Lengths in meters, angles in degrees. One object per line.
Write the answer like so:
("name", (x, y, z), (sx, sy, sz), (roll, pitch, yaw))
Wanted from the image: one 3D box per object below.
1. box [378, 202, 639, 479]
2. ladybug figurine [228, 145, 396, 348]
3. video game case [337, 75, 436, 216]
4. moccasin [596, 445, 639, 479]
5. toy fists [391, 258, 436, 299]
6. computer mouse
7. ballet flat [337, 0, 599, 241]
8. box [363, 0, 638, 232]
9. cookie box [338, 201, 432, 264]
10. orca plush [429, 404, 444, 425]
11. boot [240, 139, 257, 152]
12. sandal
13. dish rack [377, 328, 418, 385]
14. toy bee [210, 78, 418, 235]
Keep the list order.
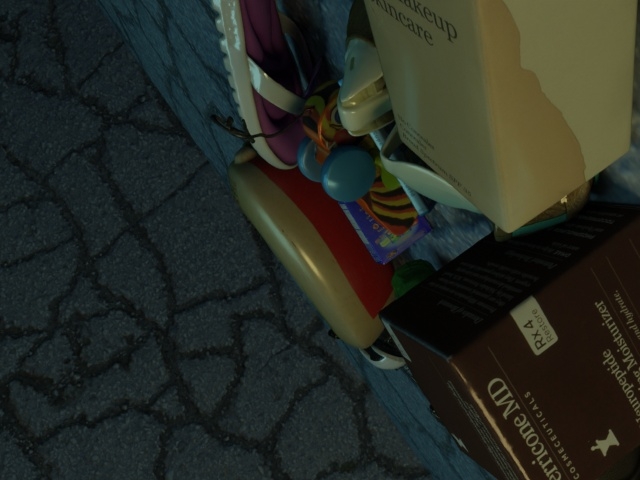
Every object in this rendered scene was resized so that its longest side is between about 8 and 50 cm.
("box", (0.195, 0.088, 0.704), (0.168, 0.203, 0.167), (57, 170, -14))
("ladybug figurine", (0.000, 0.000, 1.461), (0.449, 0.162, 0.305), (55, 176, -30))
("video game case", (0.088, -0.120, 0.880), (0.166, 0.015, 0.119), (57, -146, -10))
("moccasin", (0.336, 0.296, 0.981), (0.147, 0.139, 0.380), (35, 168, 43))
("toy fists", (0.205, 0.151, 1.230), (0.279, 0.096, 0.142), (61, 179, -40))
("computer mouse", (0.100, 0.215, 1.589), (0.106, 0.042, 0.193), (15, -173, -29))
("ballet flat", (0.094, -0.117, 0.743), (0.342, 0.124, 0.116), (50, 171, 32))
("box", (0.107, -0.166, 0.509), (0.148, 0.121, 0.311), (49, 169, 40))
("cookie box", (0.092, -0.035, 1.153), (0.107, 0.092, 0.040), (58, 168, -9))
("orca plush", (0.242, 0.220, 1.421), (0.151, 0.102, 0.287), (-8, -114, -49))
("boot", (-0.130, -0.155, 1.863), (0.262, 0.095, 0.203), (41, 164, 51))
("sandal", (-0.053, -0.240, 1.115), (0.102, 0.169, 0.416), (8, 150, 19))
("dish rack", (0.190, 0.229, 1.663), (0.271, 0.074, 0.208), (44, 167, 45))
("toy bee", (0.042, -0.129, 0.997), (0.195, 0.162, 0.298), (39, -172, 34))
